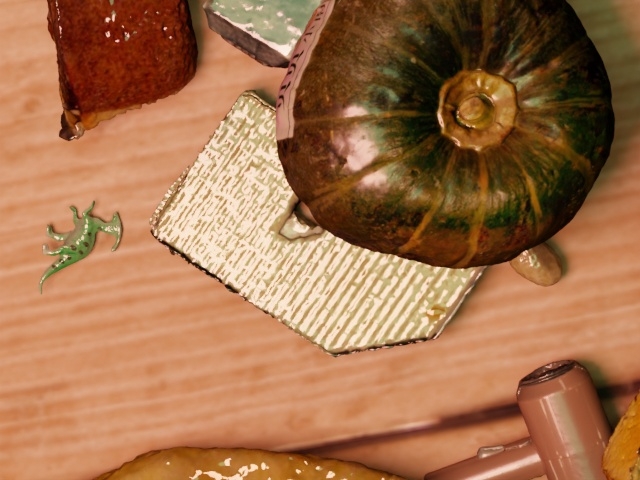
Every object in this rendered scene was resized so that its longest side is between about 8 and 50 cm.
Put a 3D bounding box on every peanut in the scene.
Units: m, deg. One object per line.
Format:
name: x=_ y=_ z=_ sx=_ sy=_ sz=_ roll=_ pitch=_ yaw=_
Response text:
peanut: x=0.162 y=0.002 z=1.527 sx=0.037 sy=0.037 sz=0.083 roll=-37 pitch=83 yaw=7

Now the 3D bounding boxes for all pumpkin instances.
pumpkin: x=0.093 y=-0.096 z=1.455 sx=0.260 sy=0.189 sz=0.260 roll=1 pitch=86 yaw=-14

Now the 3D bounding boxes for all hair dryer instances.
hair dryer: x=0.146 y=0.177 z=1.531 sx=0.181 sy=0.064 sz=0.117 roll=-22 pitch=93 yaw=13

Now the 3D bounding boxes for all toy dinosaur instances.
toy dinosaur: x=-0.197 y=0.007 z=1.574 sx=0.062 sy=0.021 sz=0.083 roll=9 pitch=94 yaw=-7

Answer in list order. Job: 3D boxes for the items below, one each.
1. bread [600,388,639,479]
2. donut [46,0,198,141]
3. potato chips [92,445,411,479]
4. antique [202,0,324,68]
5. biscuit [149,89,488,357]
bread: x=0.295 y=0.144 z=1.481 sx=0.103 sy=0.065 sz=0.187 roll=35 pitch=82 yaw=-15
donut: x=-0.167 y=-0.196 z=1.504 sx=0.126 sy=0.144 sz=0.186 roll=-14 pitch=66 yaw=-13
potato chips: x=-0.007 y=0.209 z=1.525 sx=0.407 sy=0.057 sz=0.080 roll=9 pitch=90 yaw=14
antique: x=-0.014 y=-0.226 z=1.503 sx=0.086 sy=0.088 sz=0.183 roll=31 pitch=96 yaw=4
biscuit: x=0.000 y=0.000 z=1.538 sx=0.250 sy=0.046 sz=0.147 roll=33 pitch=96 yaw=4
